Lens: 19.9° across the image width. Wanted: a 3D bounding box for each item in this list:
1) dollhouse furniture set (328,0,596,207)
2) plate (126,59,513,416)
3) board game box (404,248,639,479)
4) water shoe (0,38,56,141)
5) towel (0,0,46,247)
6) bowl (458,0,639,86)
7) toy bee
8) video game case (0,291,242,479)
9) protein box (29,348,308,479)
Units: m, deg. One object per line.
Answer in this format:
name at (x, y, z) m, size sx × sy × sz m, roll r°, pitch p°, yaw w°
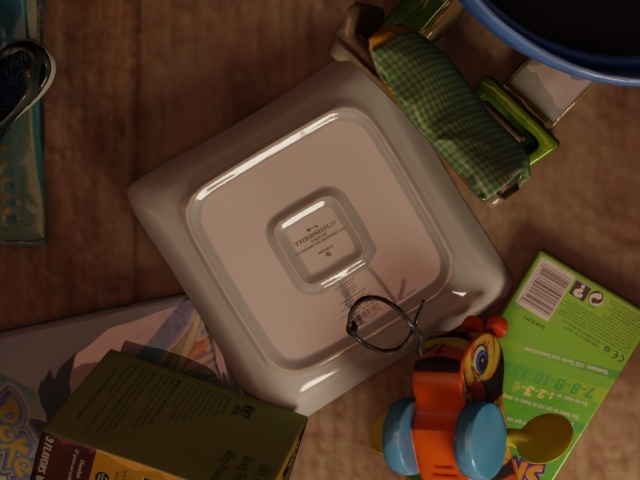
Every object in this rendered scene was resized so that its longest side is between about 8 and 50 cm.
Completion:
dollhouse furniture set at (0.143, -0.157, 1.566) m, size 0.197 × 0.301 × 0.151 m, roll 44°, pitch 102°, yaw 4°
plate at (0.000, 0.000, 1.713) m, size 0.277 × 0.045 × 0.278 m, roll -31°, pitch 92°, yaw 1°
board game box at (0.194, 0.149, 1.725) m, size 0.124 × 0.039 × 0.259 m, roll 31°, pitch 96°, yaw 5°
water shoe at (-0.331, -0.109, 1.706) m, size 0.073 × 0.080 × 0.203 m, roll 39°, pitch 101°, yaw 3°
towel at (-0.445, -0.130, 1.783) m, size 0.370 × 0.040 × 0.271 m, roll 1°, pitch 96°, yaw 9°
bowl at (0.253, -0.320, 1.523) m, size 0.391 × 0.077 × 0.391 m, roll 1°, pitch 87°, yaw -13°
toy bee at (0.138, 0.148, 1.651) m, size 0.195 × 0.162 × 0.298 m, roll 20°, pitch 130°, yaw 22°
video game case at (-0.210, 0.234, 1.786) m, size 0.300 × 0.036 × 0.329 m, roll -12°, pitch 94°, yaw 8°
protein box at (-0.141, 0.222, 1.648) m, size 0.201 × 0.200 × 0.136 m, roll 18°, pitch 110°, yaw 5°
